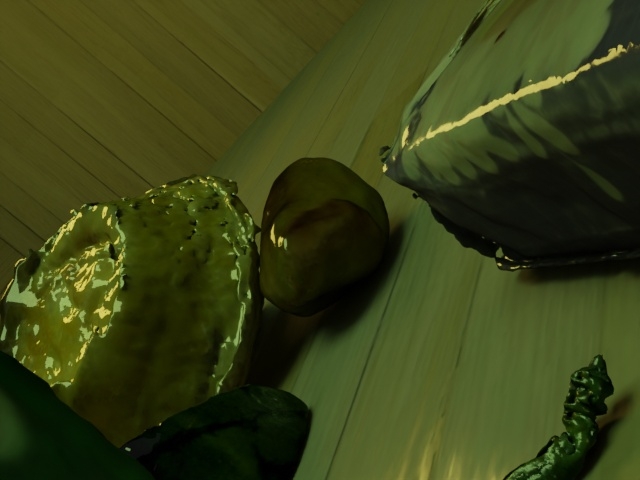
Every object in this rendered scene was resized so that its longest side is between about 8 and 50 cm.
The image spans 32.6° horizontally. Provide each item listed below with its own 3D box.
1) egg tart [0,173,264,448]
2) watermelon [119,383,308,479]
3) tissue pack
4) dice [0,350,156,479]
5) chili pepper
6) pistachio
[{"bbox_3d":[-0.187,0.080,0.982,0.345,0.132,0.345,-27,49,36],"label":"egg tart"},{"bbox_3d":[-0.120,0.219,0.719,0.301,0.123,0.129,-51,-21,-1],"label":"watermelon"},{"bbox_3d":[0.175,-0.108,0.487,0.242,0.125,0.344,-53,9,-11],"label":"tissue pack"},{"bbox_3d":[-0.218,0.225,0.485,0.287,0.300,0.297,-45,10,8],"label":"dice"},{"bbox_3d":[0.094,0.083,0.436,0.083,0.022,0.027,-54,12,1],"label":"chili pepper"},{"bbox_3d":[-0.001,0.004,0.905,0.189,0.100,0.110,-94,23,-63],"label":"pistachio"}]
